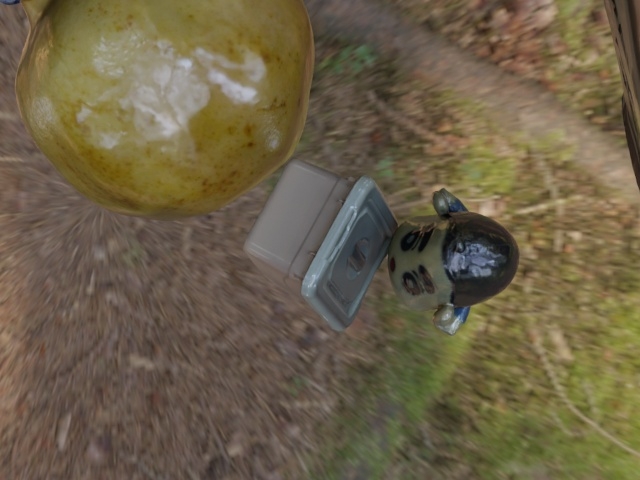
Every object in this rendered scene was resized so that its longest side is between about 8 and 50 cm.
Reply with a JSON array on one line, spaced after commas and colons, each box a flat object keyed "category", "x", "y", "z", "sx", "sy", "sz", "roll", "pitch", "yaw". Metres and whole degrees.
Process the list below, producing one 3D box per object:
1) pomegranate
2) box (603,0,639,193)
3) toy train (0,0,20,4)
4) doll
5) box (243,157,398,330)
[{"category": "pomegranate", "x": -0.107, "y": -0.123, "z": 1.365, "sx": 0.233, "sy": 0.233, "sz": 0.233, "roll": 0, "pitch": 91, "yaw": -7}, {"category": "box", "x": 0.167, "y": -0.134, "z": 0.425, "sx": 0.225, "sy": 0.190, "sz": 0.297, "roll": -10, "pitch": 123, "yaw": 6}, {"category": "toy train", "x": -0.253, "y": -0.238, "z": 1.286, "sx": 0.131, "sy": 0.202, "sz": 0.299, "roll": 52, "pitch": 42, "yaw": 5}, {"category": "doll", "x": 0.089, "y": 0.013, "z": 1.290, "sx": 0.089, "sy": 0.179, "sz": 0.102, "roll": -4, "pitch": 84, "yaw": 0}, {"category": "box", "x": 0.000, "y": 0.000, "z": 1.249, "sx": 0.062, "sy": 0.122, "sz": 0.089, "roll": 25, "pitch": 81, "yaw": 16}]
